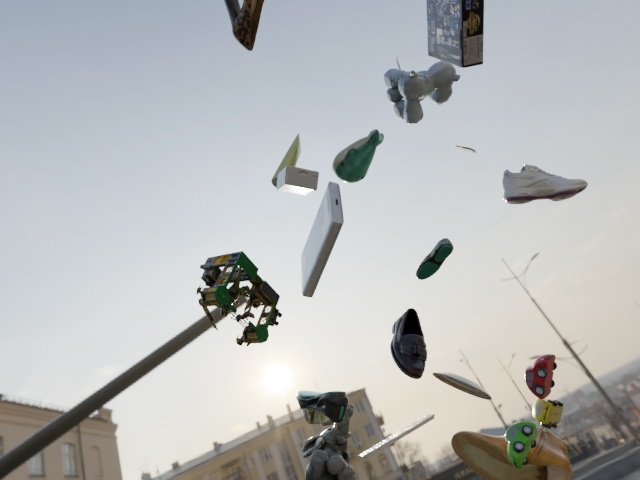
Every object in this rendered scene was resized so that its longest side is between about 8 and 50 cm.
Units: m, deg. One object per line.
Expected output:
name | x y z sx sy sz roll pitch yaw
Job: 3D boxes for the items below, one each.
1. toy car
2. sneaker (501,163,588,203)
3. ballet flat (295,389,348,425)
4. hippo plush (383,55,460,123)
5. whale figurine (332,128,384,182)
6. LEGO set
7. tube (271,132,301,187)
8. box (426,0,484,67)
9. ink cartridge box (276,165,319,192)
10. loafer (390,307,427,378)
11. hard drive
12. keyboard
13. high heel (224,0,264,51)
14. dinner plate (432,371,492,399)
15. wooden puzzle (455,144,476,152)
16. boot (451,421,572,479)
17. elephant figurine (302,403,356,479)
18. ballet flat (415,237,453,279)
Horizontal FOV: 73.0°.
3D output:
toy car | 0.458 0.387 0.948 0.225 0.053 0.239 -45 -55 -26
sneaker | 0.824 -0.220 1.594 0.305 0.152 0.114 -3 -15 1
ballet flat | -0.007 0.494 1.279 0.095 0.096 0.280 9 -20 -20
hippo plush | 0.407 -0.640 1.732 0.237 0.234 0.294 -25 -37 -7
whale figurine | 0.181 -0.361 1.905 0.272 0.141 0.216 -41 -18 18
LEGO set | -0.300 0.198 1.453 0.192 0.254 0.331 -11 -40 32
tube | -0.120 -0.303 1.672 0.062 0.240 0.070 36 -35 -21
box | 0.385 -0.682 1.264 0.073 0.295 0.293 -11 -60 -2
ink cartridge box | -0.063 -0.159 1.166 0.089 0.052 0.122 9 -4 -16
loafer | 0.290 0.322 1.411 0.109 0.302 0.095 22 -70 -3
hard drive | 0.000 0.000 1.535 0.047 0.233 0.353 12 -51 -13
keyboard | 0.237 0.599 1.331 0.256 0.014 0.072 -24 -13 -14
high heel | -0.155 -0.651 1.197 0.261 0.186 0.093 -4 23 38
dinner plate | 0.335 0.339 1.024 0.017 0.141 0.141 -65 -25 -18
wooden puzzle | 0.481 -0.300 1.422 0.083 0.049 0.006 5 -75 -50
boot | 0.505 0.546 1.150 0.211 0.295 0.104 -25 -48 -63
elephant figurine | 0.031 0.655 1.335 0.186 0.239 0.169 -10 -74 3
ballet flat | 0.403 0.063 1.530 0.070 0.070 0.188 2 -42 -39
